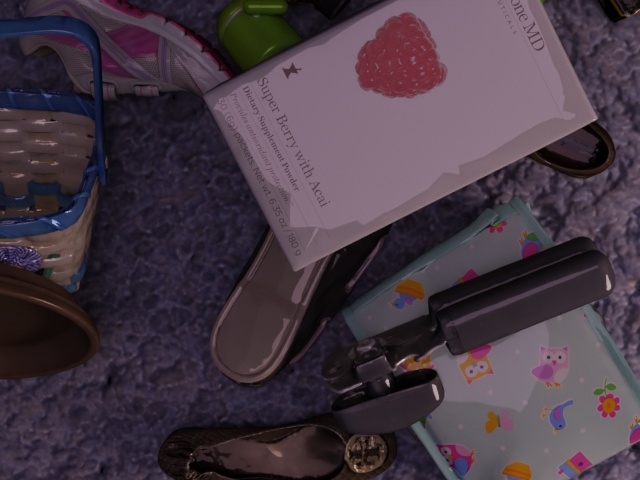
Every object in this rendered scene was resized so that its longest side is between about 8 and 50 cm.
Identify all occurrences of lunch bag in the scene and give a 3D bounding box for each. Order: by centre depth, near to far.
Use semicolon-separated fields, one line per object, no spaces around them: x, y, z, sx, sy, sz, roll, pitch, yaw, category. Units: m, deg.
0.171;0.115;1.309;0.223;0.160;0.262;-32;98;4;lunch bag

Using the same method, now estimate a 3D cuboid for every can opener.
0.137;0.092;1.215;0.283;0.076;0.095;-22;110;2;can opener

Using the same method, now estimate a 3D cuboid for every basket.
-0.317;-0.084;1.243;0.254;0.201;0.289;-1;130;3;basket

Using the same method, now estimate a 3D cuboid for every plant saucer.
-0.351;0.075;1.273;0.277;0.278;0.041;1;67;1;plant saucer

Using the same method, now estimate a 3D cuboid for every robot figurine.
-0.060;-0.199;1.323;0.067;0.101;0.115;-29;62;-19;robot figurine

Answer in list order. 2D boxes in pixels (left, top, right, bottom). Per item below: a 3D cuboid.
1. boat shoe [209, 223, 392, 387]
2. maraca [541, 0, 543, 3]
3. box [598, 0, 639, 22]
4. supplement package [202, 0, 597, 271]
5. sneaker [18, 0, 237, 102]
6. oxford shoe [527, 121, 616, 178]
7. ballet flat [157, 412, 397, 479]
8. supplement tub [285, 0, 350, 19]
0.000;0.000;1.347;0.112;0.095;0.335;34;89;12;boat shoe
0.149;-0.233;1.309;0.127;0.099;0.186;26;83;13;maraca
0.364;-0.409;1.312;0.322;0.079;0.257;-32;94;3;box
0.069;-0.124;1.193;0.293;0.175;0.178;-27;96;5;supplement package
-0.193;-0.182;1.329;0.252;0.103;0.111;29;96;6;sneaker
0.192;-0.127;1.324;0.227;0.096;0.083;19;96;1;oxford shoe
-0.045;0.222;1.367;0.249;0.058;0.084;0;94;1;ballet flat
-0.043;-0.307;1.310;0.198;0.106;0.106;41;93;-2;supplement tub
